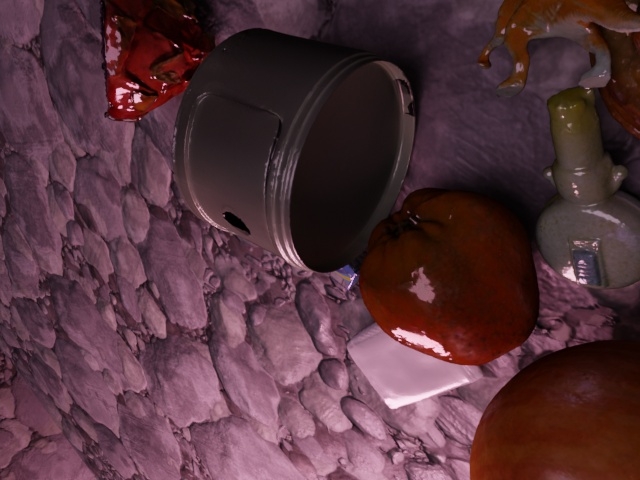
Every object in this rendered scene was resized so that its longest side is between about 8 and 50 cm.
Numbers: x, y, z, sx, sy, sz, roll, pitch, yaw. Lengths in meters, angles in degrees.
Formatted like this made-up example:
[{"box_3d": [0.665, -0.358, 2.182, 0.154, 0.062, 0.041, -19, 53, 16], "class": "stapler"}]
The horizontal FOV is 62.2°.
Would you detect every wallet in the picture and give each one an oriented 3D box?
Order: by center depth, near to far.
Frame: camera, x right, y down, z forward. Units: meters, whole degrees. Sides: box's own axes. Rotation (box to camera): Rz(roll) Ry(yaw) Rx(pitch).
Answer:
[{"box_3d": [0.120, 0.153, 0.708, 0.124, 0.032, 0.183, 54, 133, 5], "class": "wallet"}]

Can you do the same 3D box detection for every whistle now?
[{"box_3d": [0.232, -0.036, 0.465, 0.104, 0.057, 0.198, 9, 135, 45], "class": "whistle"}]

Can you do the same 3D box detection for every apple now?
[{"box_3d": [0.269, 0.225, 0.457, 0.285, 0.286, 0.233, 58, 142, 1], "class": "apple"}]

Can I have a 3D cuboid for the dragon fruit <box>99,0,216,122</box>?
[{"box_3d": [-0.223, -0.270, 0.724, 0.223, 0.148, 0.218, 112, 146, -49], "class": "dragon fruit"}]

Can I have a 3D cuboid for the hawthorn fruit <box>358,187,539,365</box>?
[{"box_3d": [0.134, 0.036, 0.542, 0.189, 0.189, 0.189, 19, 123, 33], "class": "hawthorn fruit"}]

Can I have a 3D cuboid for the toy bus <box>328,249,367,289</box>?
[{"box_3d": [0.000, 0.000, 0.718, 0.153, 0.051, 0.061, 38, 137, 19], "class": "toy bus"}]

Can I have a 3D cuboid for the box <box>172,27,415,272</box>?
[{"box_3d": [-0.019, -0.094, 0.561, 0.150, 0.226, 0.225, 24, 126, 30], "class": "box"}]

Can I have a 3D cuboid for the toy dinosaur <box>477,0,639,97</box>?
[{"box_3d": [0.185, -0.186, 0.401, 0.212, 0.057, 0.142, -179, 94, -67], "class": "toy dinosaur"}]

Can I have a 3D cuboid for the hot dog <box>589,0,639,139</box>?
[{"box_3d": [0.312, -0.138, 0.333, 0.273, 0.122, 0.195, 19, 126, 31], "class": "hot dog"}]
